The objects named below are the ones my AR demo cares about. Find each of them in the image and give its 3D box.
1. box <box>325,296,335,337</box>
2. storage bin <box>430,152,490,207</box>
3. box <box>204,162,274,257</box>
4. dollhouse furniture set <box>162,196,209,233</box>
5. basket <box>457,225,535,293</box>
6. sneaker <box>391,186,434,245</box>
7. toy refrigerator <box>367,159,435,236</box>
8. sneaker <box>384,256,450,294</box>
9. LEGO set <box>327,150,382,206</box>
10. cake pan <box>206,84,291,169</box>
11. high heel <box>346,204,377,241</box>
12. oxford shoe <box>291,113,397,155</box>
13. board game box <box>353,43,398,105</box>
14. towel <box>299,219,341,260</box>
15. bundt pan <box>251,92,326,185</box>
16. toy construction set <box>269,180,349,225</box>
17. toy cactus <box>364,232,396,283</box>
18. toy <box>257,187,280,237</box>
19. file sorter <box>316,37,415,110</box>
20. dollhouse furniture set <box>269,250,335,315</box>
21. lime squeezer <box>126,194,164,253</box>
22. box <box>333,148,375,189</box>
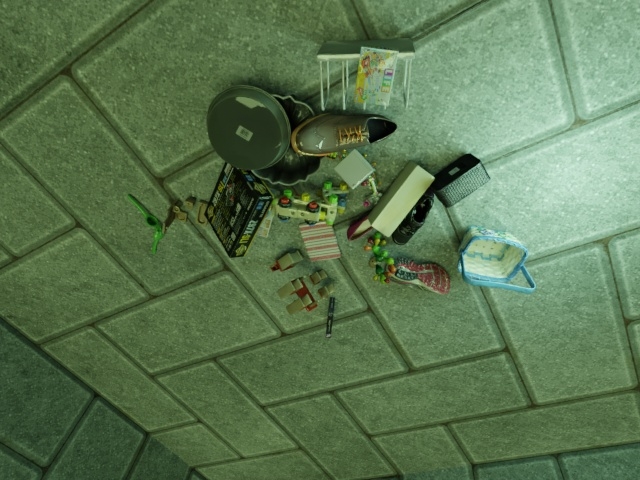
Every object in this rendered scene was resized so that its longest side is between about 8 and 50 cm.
[{"bbox_3d":[0.047,0.367,1.938,0.029,0.116,0.162,5,126,3],"label":"box"},{"bbox_3d":[0.486,-0.213,1.440,0.180,0.122,0.084,-36,114,13],"label":"storage bin"},{"bbox_3d":[-0.325,-0.130,1.577,0.079,0.257,0.322,-5,139,-43],"label":"box"},{"bbox_3d":[-0.558,-0.094,1.701,0.151,0.123,0.144,19,126,-5],"label":"dollhouse furniture set"},{"bbox_3d":[0.642,0.078,1.536,0.255,0.289,0.201,10,131,-2],"label":"basket"},{"bbox_3d":[0.348,-0.079,1.573,0.107,0.124,0.283,17,126,-3],"label":"sneaker"},{"bbox_3d":[0.295,-0.152,1.500,0.094,0.102,0.269,33,106,-14],"label":"toy refrigerator"},{"bbox_3d":[0.418,0.153,1.747,0.299,0.121,0.112,21,154,-7],"label":"sneaker"},{"bbox_3d":[0.135,-0.244,1.500,0.132,0.107,0.287,-34,114,27],"label":"LEGO set"},{"bbox_3d":[-0.247,-0.362,1.358,0.293,0.054,0.293,4,125,6],"label":"cake pan"},{"bbox_3d":[0.210,-0.076,1.600,0.244,0.117,0.082,-22,119,22],"label":"high heel"},{"bbox_3d":[0.082,-0.352,1.307,0.364,0.133,0.130,-19,110,-24],"label":"oxford shoe"},{"bbox_3d":[0.156,-0.467,1.156,0.103,0.026,0.154,7,131,2],"label":"board game box"},{"bbox_3d":[0.000,0.000,1.744,0.144,0.029,0.197,-9,121,14],"label":"towel"},{"bbox_3d":[-0.130,-0.369,1.443,0.331,0.124,0.331,4,126,6],"label":"bundt pan"},{"bbox_3d":[-0.061,-0.144,1.535,0.328,0.215,0.151,-2,127,11],"label":"toy construction set"},{"bbox_3d":[0.233,0.084,1.692,0.112,0.219,0.180,-14,166,-13],"label":"toy cactus"},{"bbox_3d":[-0.264,-0.114,1.684,0.137,0.056,0.237,17,126,-5],"label":"toy"},{"bbox_3d":[0.141,-0.513,1.261,0.278,0.193,0.173,2,127,8],"label":"file sorter"},{"bbox_3d":[-0.098,0.187,1.770,0.135,0.262,0.259,-37,79,31],"label":"dollhouse furniture set"},{"bbox_3d":[-0.754,-0.066,1.806,0.110,0.059,0.310,19,134,34],"label":"lime squeezer"},{"bbox_3d":[0.119,-0.247,1.408,0.102,0.087,0.101,-42,89,17],"label":"box"}]
